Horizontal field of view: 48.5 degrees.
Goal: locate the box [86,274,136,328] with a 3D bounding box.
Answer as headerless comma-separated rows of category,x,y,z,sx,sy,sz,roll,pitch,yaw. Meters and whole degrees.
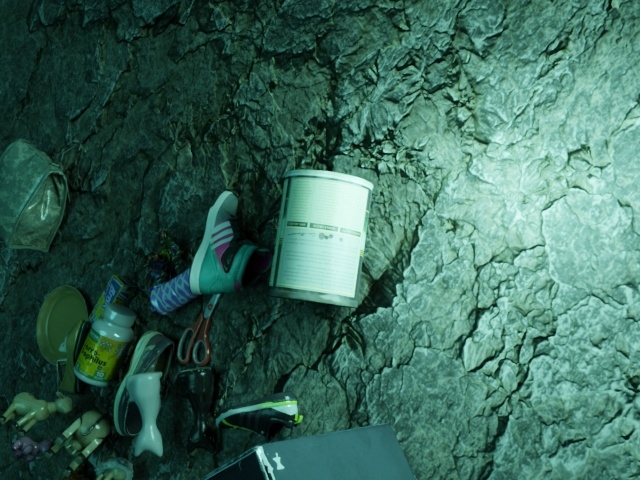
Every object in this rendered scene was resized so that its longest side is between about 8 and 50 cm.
box,-0.592,0.182,2.009,0.059,0.054,0.169,39,102,32

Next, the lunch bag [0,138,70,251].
lunch bag,-0.905,-0.148,2.210,0.235,0.169,0.287,37,106,33

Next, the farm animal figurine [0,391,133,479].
farm animal figurine,-0.665,0.523,1.900,0.327,0.172,0.330,-24,105,38

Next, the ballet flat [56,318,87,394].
ballet flat,-0.709,0.330,2.010,0.073,0.080,0.232,9,105,-2

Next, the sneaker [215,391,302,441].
sneaker,-0.148,0.423,1.653,0.235,0.084,0.097,-23,70,28

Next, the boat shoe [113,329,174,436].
boat shoe,-0.456,0.381,1.856,0.092,0.103,0.285,13,82,39

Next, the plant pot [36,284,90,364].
plant pot,-0.762,0.253,2.122,0.236,0.032,0.236,-7,77,33

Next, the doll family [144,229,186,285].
doll family,-0.426,0.050,1.914,0.111,0.076,0.193,48,111,25

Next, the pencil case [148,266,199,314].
pencil case,-0.353,0.117,1.842,0.206,0.086,0.088,-30,92,24

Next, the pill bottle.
pill bottle,-0.583,0.283,1.946,0.118,0.118,0.208,29,97,34

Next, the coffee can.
coffee can,0.000,0.000,1.562,0.202,0.201,0.275,5,84,34

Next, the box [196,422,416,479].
box,-0.094,0.591,1.348,0.472,0.480,0.297,-38,64,23

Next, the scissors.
scissors,-0.298,0.184,1.834,0.109,0.021,0.297,16,91,35

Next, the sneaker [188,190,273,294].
sneaker,-0.200,0.008,1.745,0.179,0.123,0.295,7,58,8

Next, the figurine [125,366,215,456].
figurine,-0.367,0.428,1.757,0.215,0.092,0.209,-5,83,1
